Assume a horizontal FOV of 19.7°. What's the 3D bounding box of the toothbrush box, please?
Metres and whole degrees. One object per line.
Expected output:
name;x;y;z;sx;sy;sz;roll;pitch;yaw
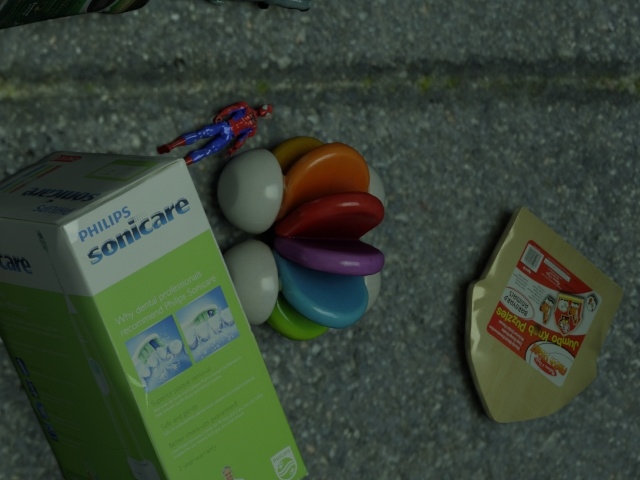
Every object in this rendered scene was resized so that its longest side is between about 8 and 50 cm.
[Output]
toothbrush box;-0.155;0.081;1.467;0.122;0.206;0.283;-33;111;-29

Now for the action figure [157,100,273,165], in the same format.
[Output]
action figure;-0.087;-0.093;1.613;0.115;0.030;0.038;-32;106;-31

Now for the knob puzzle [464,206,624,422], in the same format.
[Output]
knob puzzle;0.205;0.091;1.832;0.213;0.030;0.213;-3;96;-36

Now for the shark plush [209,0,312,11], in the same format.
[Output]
shark plush;-0.078;-0.220;1.583;0.161;0.067;0.073;33;75;-33

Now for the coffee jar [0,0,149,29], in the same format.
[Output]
coffee jar;-0.201;-0.221;1.459;0.184;0.096;0.079;-15;68;-48

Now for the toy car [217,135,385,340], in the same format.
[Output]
toy car;0.000;0.000;1.613;0.159;0.136;0.182;2;93;-36
